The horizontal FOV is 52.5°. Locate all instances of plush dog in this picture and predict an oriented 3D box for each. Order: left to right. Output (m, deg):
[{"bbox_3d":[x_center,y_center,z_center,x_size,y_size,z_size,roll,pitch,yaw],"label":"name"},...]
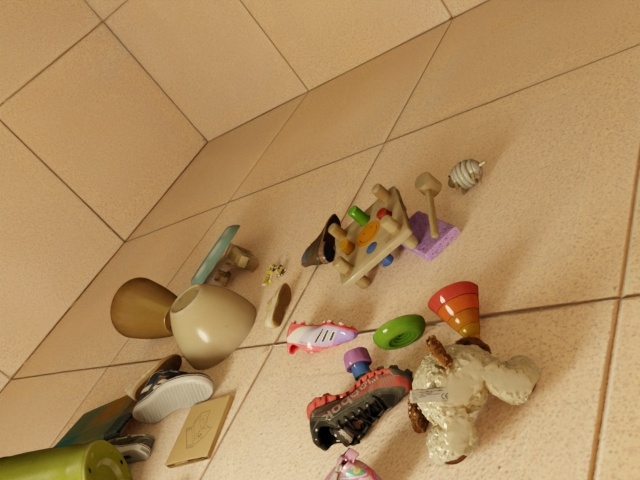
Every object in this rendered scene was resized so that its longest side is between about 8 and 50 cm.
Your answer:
[{"bbox_3d":[0.247,0.270,1.249,0.262,0.210,0.225,-42,-2,-9],"label":"plush dog"}]

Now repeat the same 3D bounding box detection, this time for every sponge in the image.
[{"bbox_3d":[0.289,-0.016,1.820,0.117,0.031,0.210,-44,25,-6],"label":"sponge"}]

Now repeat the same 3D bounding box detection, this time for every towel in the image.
[{"bbox_3d":[-0.721,0.608,2.131,0.370,0.040,0.271,-27,14,25],"label":"towel"}]

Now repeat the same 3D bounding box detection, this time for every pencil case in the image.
[{"bbox_3d":[0.002,0.529,1.207,0.284,0.124,0.124,-48,25,-14],"label":"pencil case"}]

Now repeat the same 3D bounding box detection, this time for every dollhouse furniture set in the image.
[{"bbox_3d":[-0.300,0.120,2.398,0.161,0.101,0.182,-65,25,5],"label":"dollhouse furniture set"}]

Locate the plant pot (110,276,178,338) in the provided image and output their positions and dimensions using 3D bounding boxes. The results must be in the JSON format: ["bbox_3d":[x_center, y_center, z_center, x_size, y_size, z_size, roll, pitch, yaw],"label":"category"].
[{"bbox_3d":[-0.611,0.271,2.419,0.254,0.237,0.237,7,51,41],"label":"plant pot"}]

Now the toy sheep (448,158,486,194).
[{"bbox_3d":[0.422,-0.190,1.864,0.132,0.091,0.091,-29,26,35],"label":"toy sheep"}]

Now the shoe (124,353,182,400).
[{"bbox_3d":[-0.546,0.441,2.128,0.058,0.076,0.219,6,29,36],"label":"shoe"}]

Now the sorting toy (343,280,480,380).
[{"bbox_3d":[0.217,0.236,1.456,0.366,0.127,0.126,-35,54,18],"label":"sorting toy"}]

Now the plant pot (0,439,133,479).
[{"bbox_3d":[-0.695,0.697,1.699,0.353,0.366,0.366,-23,27,7],"label":"plant pot"}]

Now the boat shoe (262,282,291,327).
[{"bbox_3d":[-0.141,0.202,2.025,0.059,0.063,0.170,-16,34,32],"label":"boat shoe"}]

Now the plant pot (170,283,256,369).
[{"bbox_3d":[-0.380,0.253,2.127,0.284,0.191,0.284,-32,26,18],"label":"plant pot"}]

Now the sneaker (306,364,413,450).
[{"bbox_3d":[0.084,0.366,1.389,0.276,0.097,0.135,-31,25,23],"label":"sneaker"}]

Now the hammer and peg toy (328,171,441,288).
[{"bbox_3d":[0.181,-0.045,1.831,0.361,0.127,0.266,-42,26,21],"label":"hammer and peg toy"}]

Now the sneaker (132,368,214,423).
[{"bbox_3d":[-0.444,0.444,1.972,0.321,0.126,0.127,-28,33,28],"label":"sneaker"}]

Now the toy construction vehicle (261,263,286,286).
[{"bbox_3d":[-0.167,0.114,2.244,0.086,0.035,0.098,-10,38,48],"label":"toy construction vehicle"}]

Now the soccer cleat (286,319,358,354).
[{"bbox_3d":[0.002,0.262,1.726,0.248,0.083,0.095,-5,71,45],"label":"soccer cleat"}]

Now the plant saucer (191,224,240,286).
[{"bbox_3d":[-0.420,0.061,2.548,0.317,0.044,0.317,-54,10,13],"label":"plant saucer"}]

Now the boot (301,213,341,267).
[{"bbox_3d":[0.000,0.000,2.144,0.106,0.082,0.219,-20,33,32],"label":"boot"}]

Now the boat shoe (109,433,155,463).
[{"bbox_3d":[-0.580,0.620,1.939,0.219,0.077,0.070,-14,35,29],"label":"boat shoe"}]

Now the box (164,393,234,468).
[{"bbox_3d":[-0.333,0.528,1.801,0.164,0.021,0.201,-24,28,32],"label":"box"}]
